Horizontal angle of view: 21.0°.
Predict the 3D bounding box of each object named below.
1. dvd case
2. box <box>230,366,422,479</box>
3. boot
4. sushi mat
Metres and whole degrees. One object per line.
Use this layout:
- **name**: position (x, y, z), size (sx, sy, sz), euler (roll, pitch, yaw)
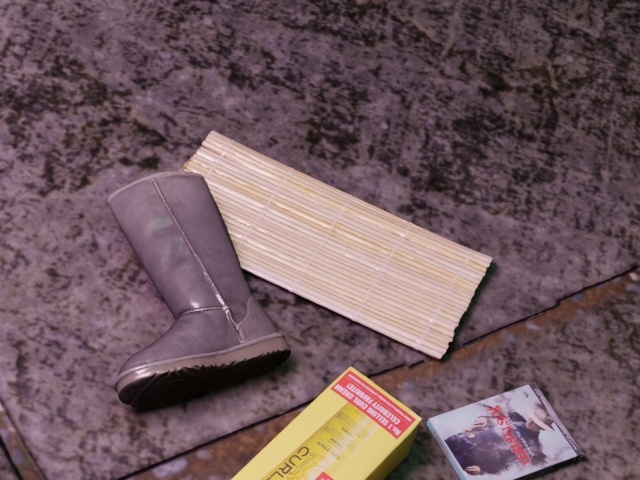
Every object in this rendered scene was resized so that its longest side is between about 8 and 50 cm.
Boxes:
- **dvd case**: position (0.167, 0.180, 1.561), size (0.119, 0.013, 0.087), euler (-14, 55, -27)
- **box**: position (-0.016, 0.209, 1.452), size (0.087, 0.058, 0.232), euler (37, 50, 17)
- **boot**: position (-0.139, 0.037, 1.544), size (0.189, 0.076, 0.208), euler (-11, 65, -41)
- **sushi mat**: position (0.000, 0.000, 1.668), size (0.316, 0.019, 0.151), euler (25, 49, 6)
